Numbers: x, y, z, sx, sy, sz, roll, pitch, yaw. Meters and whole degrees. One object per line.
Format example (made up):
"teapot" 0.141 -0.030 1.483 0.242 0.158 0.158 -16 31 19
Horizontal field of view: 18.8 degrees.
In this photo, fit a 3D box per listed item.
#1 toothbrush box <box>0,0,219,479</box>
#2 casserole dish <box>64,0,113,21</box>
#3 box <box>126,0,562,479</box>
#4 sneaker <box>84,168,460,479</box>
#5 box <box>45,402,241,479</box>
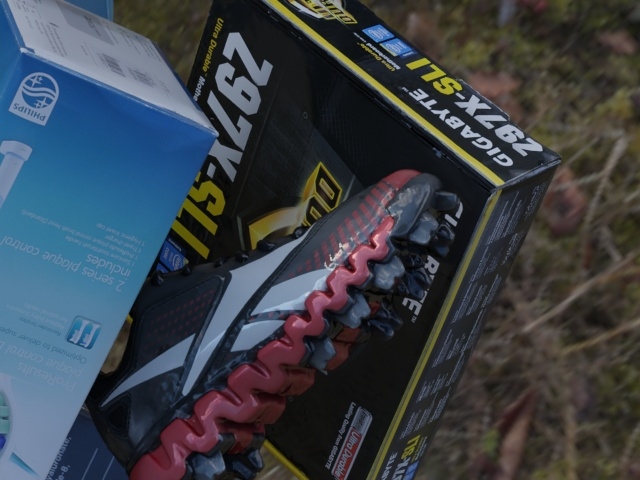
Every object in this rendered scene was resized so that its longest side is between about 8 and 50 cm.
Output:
"toothbrush box" -0.196 0.012 1.161 0.126 0.216 0.296 24 101 -21
"casserole dish" -0.248 -0.258 1.854 0.114 0.188 0.037 16 47 14
"box" 0.000 0.000 1.356 0.079 0.322 0.257 -23 56 -43
"sneaker" -0.040 0.043 1.183 0.276 0.097 0.135 -45 71 8
"box" -0.286 0.209 1.636 0.395 0.293 0.212 26 86 -13
